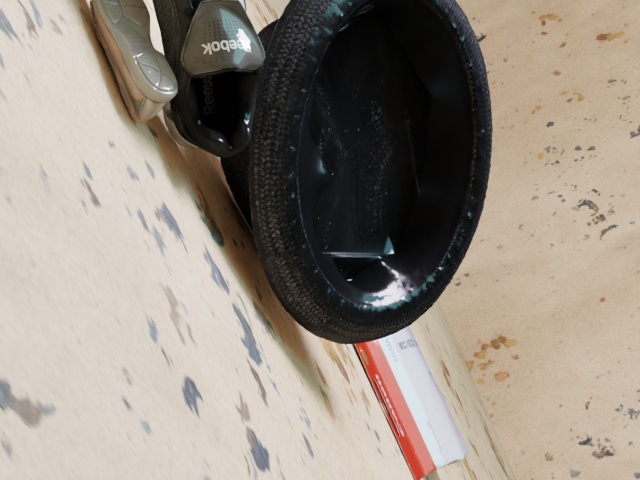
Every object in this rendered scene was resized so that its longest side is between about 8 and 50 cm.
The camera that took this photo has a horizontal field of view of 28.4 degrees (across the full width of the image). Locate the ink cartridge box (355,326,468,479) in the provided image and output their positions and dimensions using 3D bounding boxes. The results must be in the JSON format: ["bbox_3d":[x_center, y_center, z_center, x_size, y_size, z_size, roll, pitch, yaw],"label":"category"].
[{"bbox_3d":[0.112,0.190,1.538,0.232,0.066,0.189,49,17,-81],"label":"ink cartridge box"}]

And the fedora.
[{"bbox_3d":[0.011,-0.083,1.122,0.152,0.334,0.334,12,-38,45],"label":"fedora"}]

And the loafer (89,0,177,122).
[{"bbox_3d":[-0.142,-0.141,0.911,0.045,0.039,0.125,3,52,-44],"label":"loafer"}]

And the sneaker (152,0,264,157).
[{"bbox_3d":[-0.082,-0.165,0.929,0.106,0.078,0.234,-136,-144,-58],"label":"sneaker"}]
